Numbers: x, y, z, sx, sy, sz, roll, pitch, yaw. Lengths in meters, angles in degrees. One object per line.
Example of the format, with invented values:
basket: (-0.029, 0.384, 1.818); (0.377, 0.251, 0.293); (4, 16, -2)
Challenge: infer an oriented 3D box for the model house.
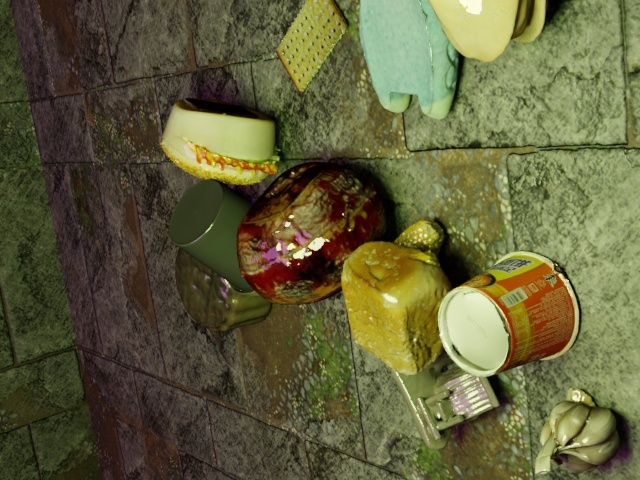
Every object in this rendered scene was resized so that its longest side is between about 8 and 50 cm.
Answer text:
model house: (0.260, 0.282, 1.626); (0.188, 0.122, 0.229); (-40, 66, 45)

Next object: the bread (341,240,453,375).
bread: (0.157, 0.121, 1.559); (0.195, 0.176, 0.246); (34, 147, 42)

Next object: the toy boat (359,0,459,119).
toy boat: (0.180, -0.395, 1.520); (0.215, 0.123, 0.330); (21, 130, 55)

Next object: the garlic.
garlic: (0.432, 0.344, 1.388); (0.127, 0.194, 0.131); (38, 125, 25)

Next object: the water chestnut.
water chestnut: (0.000, 0.000, 1.726); (0.350, 0.350, 0.302); (-1, 131, 51)

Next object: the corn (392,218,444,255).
corn: (0.166, 0.063, 1.686); (0.101, 0.101, 0.292); (56, 138, 22)

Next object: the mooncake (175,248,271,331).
mooncake: (-0.261, 0.099, 2.176); (0.290, 0.161, 0.290); (20, 117, 44)

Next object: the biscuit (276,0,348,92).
biscuit: (-0.022, -0.445, 1.802); (0.139, 0.016, 0.231); (61, 141, 17)

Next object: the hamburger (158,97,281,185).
hamburger: (-0.240, -0.232, 1.942); (0.294, 0.276, 0.179); (36, 118, 53)

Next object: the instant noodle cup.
instant noodle cup: (0.324, 0.139, 1.451); (0.213, 0.174, 0.213); (22, 120, 46)

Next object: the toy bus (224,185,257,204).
toy bus: (-0.226, -0.091, 2.137); (0.167, 0.073, 0.076); (34, 135, 45)

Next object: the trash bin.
trash bin: (-0.178, 0.009, 1.927); (0.214, 0.334, 0.214); (-23, 48, 28)

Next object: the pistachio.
pistachio: (0.251, -0.453, 1.295); (0.321, 0.229, 0.238); (68, 166, -15)
